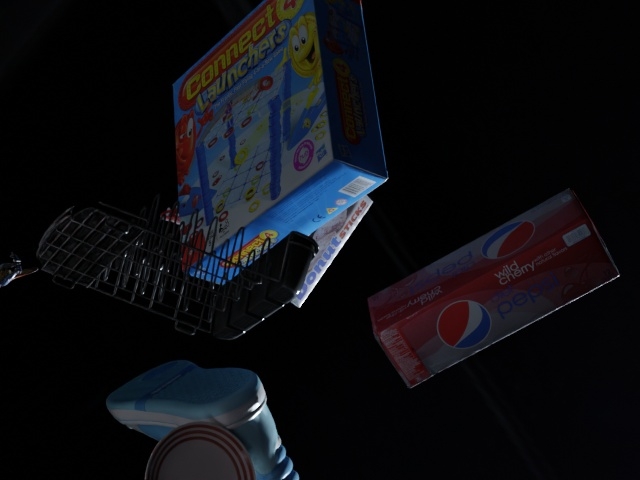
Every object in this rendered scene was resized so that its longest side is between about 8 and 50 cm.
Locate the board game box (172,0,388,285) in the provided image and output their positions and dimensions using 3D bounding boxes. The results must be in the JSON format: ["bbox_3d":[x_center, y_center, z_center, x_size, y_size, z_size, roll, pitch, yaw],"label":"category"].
[{"bbox_3d":[-0.064,-0.142,1.602,0.308,0.086,0.302,-35,-130,39],"label":"board game box"}]

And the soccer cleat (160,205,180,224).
[{"bbox_3d":[-0.176,-0.026,1.715,0.083,0.029,0.035,0,-60,-4],"label":"soccer cleat"}]

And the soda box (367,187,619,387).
[{"bbox_3d":[0.185,0.052,1.388,0.263,0.092,0.083,-29,-67,10],"label":"soda box"}]

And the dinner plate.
[{"bbox_3d":[-0.135,0.274,1.410,0.017,0.141,0.141,-22,-80,52],"label":"dinner plate"}]

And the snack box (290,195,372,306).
[{"bbox_3d":[0.000,0.000,1.696,0.022,0.178,0.064,26,-13,44],"label":"snack box"}]

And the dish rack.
[{"bbox_3d":[-0.163,0.022,1.372,0.271,0.074,0.208,22,-31,-21],"label":"dish rack"}]

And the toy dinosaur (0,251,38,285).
[{"bbox_3d":[-0.420,0.058,1.639,0.082,0.090,0.047,-43,-131,11],"label":"toy dinosaur"}]

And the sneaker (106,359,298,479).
[{"bbox_3d":[-0.148,0.267,1.590,0.319,0.127,0.208,-1,-63,58],"label":"sneaker"}]
